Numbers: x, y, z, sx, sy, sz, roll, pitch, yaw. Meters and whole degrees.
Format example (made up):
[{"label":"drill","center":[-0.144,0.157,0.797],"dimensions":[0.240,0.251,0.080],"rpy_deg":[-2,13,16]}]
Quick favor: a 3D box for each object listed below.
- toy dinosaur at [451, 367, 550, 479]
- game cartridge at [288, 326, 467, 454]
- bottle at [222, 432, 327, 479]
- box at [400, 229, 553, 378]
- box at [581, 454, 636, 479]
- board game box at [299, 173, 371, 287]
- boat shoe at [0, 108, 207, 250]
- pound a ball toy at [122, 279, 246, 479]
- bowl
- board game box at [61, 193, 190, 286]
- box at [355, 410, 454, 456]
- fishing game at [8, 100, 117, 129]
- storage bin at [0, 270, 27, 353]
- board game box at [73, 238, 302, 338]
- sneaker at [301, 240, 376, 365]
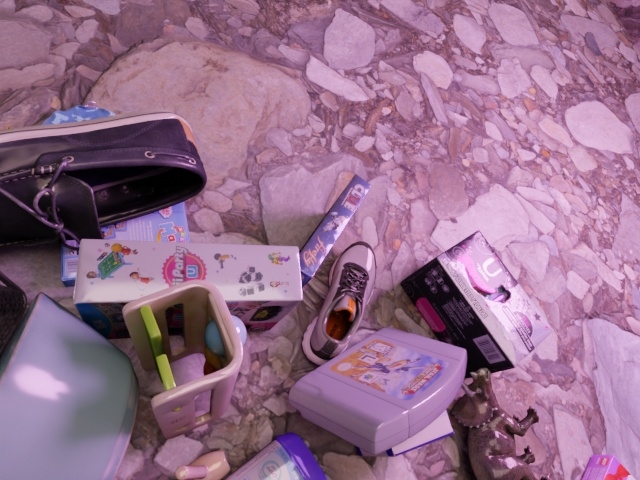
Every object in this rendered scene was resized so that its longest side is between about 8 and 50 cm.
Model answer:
[{"label":"toy dinosaur","center":[0.340,0.405,0.853],"dimensions":[0.160,0.121,0.314],"rpy_deg":[-2,70,-9]},{"label":"game cartridge","center":[0.118,0.234,0.753],"dimensions":[0.297,0.198,0.062],"rpy_deg":[-17,106,-46]},{"label":"bottle","center":[-0.125,0.415,0.660],"dimensions":[0.282,0.092,0.118],"rpy_deg":[-28,75,-30]},{"label":"box","center":[0.319,0.133,0.928],"dimensions":[0.142,0.163,0.247],"rpy_deg":[-29,79,-28]},{"label":"box","center":[0.566,0.603,0.858],"dimensions":[0.293,0.057,0.201],"rpy_deg":[-39,84,-31]},{"label":"board game box","center":[0.000,0.000,0.869],"dimensions":[0.042,0.165,0.243],"rpy_deg":[36,59,-2]},{"label":"boat shoe","center":[-0.406,-0.070,0.694],"dimensions":[0.500,0.187,0.156],"rpy_deg":[-26,69,-32]},{"label":"pound a ball toy","center":[-0.161,0.215,0.621],"dimensions":[0.135,0.319,0.208],"rpy_deg":[-18,65,-24]},{"label":"bowl","center":[-0.348,0.240,0.567],"dimensions":[0.163,0.311,0.312],"rpy_deg":[29,56,-29]},{"label":"board game box","center":[-0.349,-0.009,0.810],"dimensions":[0.211,0.039,0.160],"rpy_deg":[-6,67,-22]},{"label":"box","center":[0.135,0.323,0.780],"dimensions":[0.126,0.137,0.072],"rpy_deg":[-8,69,-24]},{"label":"fishing game","center":[-0.445,-0.191,0.863],"dimensions":[0.263,0.041,0.189],"rpy_deg":[-10,72,-25]},{"label":"storage bin","center":[-0.503,0.121,0.598],"dimensions":[0.122,0.084,0.180],"rpy_deg":[32,94,17]},{"label":"board game box","center":[-0.206,0.085,0.714],"dimensions":[0.303,0.224,0.098],"rpy_deg":[2,66,-20]},{"label":"sneaker","center":[0.056,0.112,0.872],"dimensions":[0.100,0.108,0.272],"rpy_deg":[27,57,-5]}]
